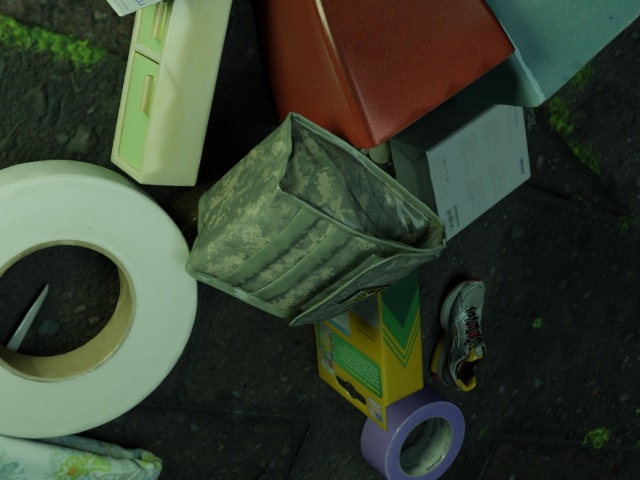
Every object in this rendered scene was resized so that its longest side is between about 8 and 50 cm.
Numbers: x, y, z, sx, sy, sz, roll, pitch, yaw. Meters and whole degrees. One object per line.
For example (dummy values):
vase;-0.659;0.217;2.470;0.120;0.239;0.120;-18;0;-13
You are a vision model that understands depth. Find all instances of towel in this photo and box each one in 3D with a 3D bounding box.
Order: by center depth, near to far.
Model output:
towel;-0.443;0.427;1.588;0.374;0.090;0.320;24;100;-44

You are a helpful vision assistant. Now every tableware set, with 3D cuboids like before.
tableware set;0.121;-0.115;1.801;0.168;0.020;0.141;12;104;-40

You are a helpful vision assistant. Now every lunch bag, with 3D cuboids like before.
lunch bag;0.000;0.000;1.486;0.287;0.169;0.235;28;138;-26

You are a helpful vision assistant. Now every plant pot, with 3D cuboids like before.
plant pot;0.059;-0.307;1.516;0.267;0.267;0.236;-36;116;-18
plant pot;0.285;-0.381;1.657;0.248;0.247;0.252;-42;112;-13

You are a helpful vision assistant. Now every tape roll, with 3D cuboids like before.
tape roll;-0.358;0.082;1.467;0.392;0.072;0.392;-10;116;-22
tape roll;0.173;0.365;2.035;0.189;0.080;0.189;-16;120;-29

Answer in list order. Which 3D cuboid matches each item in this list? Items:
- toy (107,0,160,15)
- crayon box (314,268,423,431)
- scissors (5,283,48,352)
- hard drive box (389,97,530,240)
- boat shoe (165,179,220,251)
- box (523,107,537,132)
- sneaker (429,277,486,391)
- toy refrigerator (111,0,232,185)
toy;-0.182;-0.380;1.364;0.237;0.137;0.056;-28;151;-25
crayon box;0.070;0.119;1.756;0.083;0.203;0.323;-22;124;-27
scissors;-0.462;0.192;1.517;0.109;0.021;0.297;10;107;-37
hard drive box;0.237;-0.135;1.811;0.232;0.089;0.181;-34;128;-28
boat shoe;-0.196;-0.016;1.589;0.178;0.064;0.060;-43;136;-4
box;0.345;-0.222;1.915;0.067;0.018;0.083;-36;129;-17
sneaker;0.272;0.173;2.006;0.088;0.092;0.225;-9;116;-33
toy refrigerator;-0.204;-0.216;1.455;0.094;0.102;0.270;1;112;-37
